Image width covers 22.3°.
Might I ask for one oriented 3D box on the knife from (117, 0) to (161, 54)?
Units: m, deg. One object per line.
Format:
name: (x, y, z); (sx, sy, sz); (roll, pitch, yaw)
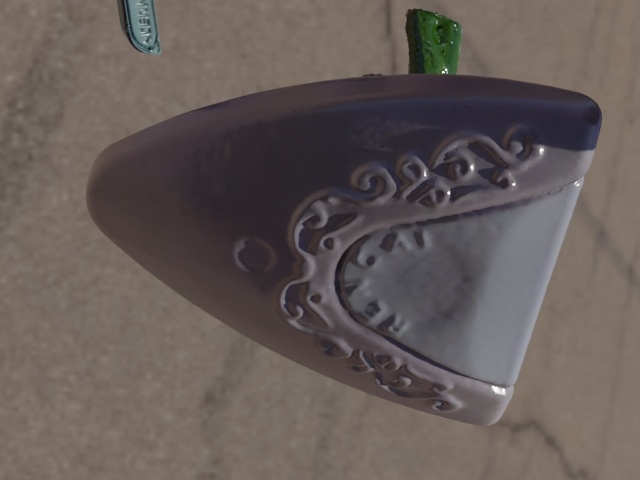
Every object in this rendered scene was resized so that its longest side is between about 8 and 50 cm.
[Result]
knife: (-0.120, -0.182, 1.015); (0.028, 0.015, 0.210); (-38, 153, -23)

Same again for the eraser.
eraser: (0.000, 0.001, 0.824); (0.059, 0.243, 0.204); (-85, -174, -55)

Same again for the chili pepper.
chili pepper: (0.123, -0.085, 1.799); (0.085, 0.076, 0.359); (17, 67, -42)
